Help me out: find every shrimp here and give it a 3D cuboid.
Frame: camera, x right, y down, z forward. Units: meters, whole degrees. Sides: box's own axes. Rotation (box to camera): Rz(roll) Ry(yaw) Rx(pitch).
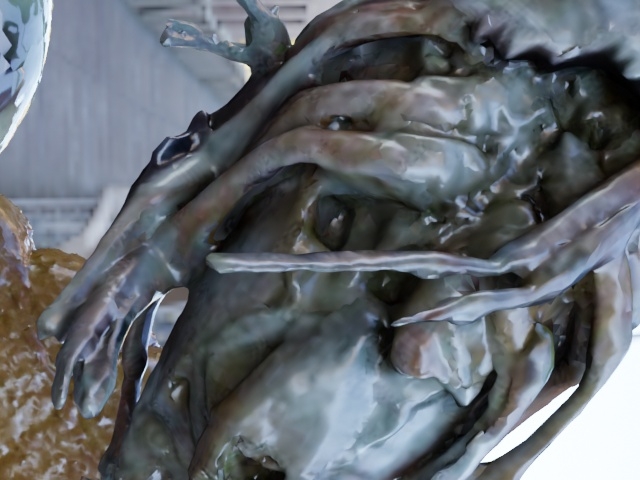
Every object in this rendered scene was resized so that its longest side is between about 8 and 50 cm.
[{"bbox_3d":[0.001,-0.001,0.433,0.172,0.372,0.137,47,-13,-5],"label":"shrimp"}]

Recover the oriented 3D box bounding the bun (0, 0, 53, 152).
[{"bbox_3d":[-0.273,-0.146,0.745,0.187,0.293,0.293,-98,-173,-47],"label":"bun"}]

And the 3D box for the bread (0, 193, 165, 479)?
[{"bbox_3d":[-0.084,0.116,0.714,0.344,0.124,0.084,45,-10,-2],"label":"bread"}]
